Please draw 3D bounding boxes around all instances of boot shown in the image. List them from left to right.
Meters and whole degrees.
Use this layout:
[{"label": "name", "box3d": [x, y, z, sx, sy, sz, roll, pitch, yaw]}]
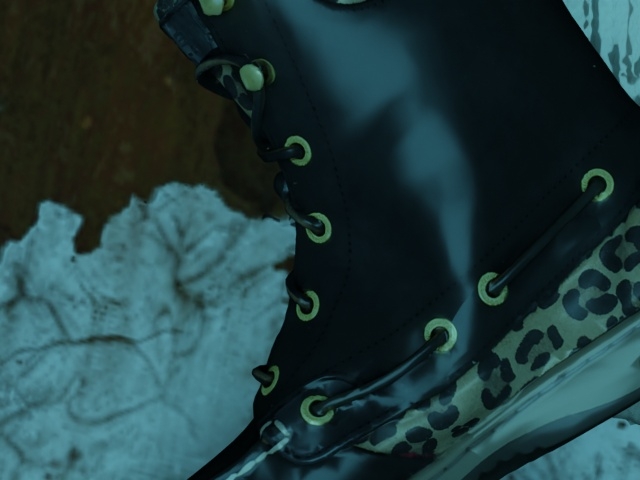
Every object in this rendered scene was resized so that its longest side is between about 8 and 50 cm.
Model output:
[{"label": "boot", "box3d": [0.000, 0.000, 0.746, 0.377, 0.138, 0.284, -29, 89, 5]}]

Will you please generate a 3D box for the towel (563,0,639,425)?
[{"label": "towel", "box3d": [0.146, -0.039, 0.814, 0.187, 0.049, 0.282, 5, 96, 12]}]
